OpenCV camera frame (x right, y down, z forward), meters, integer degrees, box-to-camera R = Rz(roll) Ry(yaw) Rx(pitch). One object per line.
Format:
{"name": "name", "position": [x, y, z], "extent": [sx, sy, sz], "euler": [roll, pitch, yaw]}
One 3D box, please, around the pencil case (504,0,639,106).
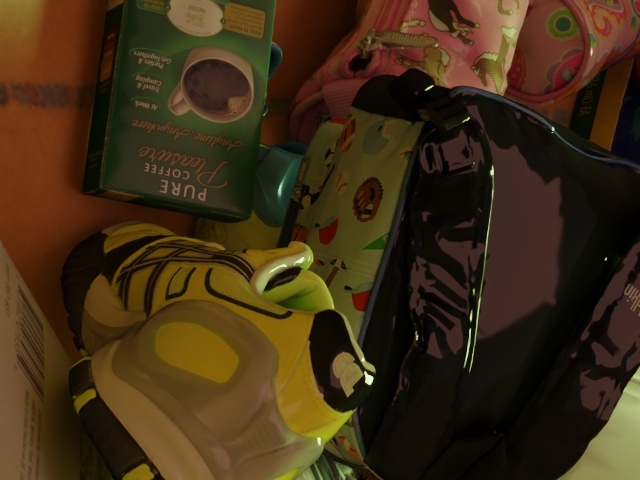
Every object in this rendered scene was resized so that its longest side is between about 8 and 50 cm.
{"name": "pencil case", "position": [0.259, -0.217, 1.777], "extent": [0.284, 0.124, 0.124], "euler": [-31, 118, -53]}

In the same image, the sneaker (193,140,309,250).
{"name": "sneaker", "position": [0.000, 0.000, 1.376], "extent": [0.240, 0.091, 0.126], "euler": [37, 60, -53]}

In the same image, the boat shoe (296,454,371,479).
{"name": "boat shoe", "position": [-0.004, 0.201, 1.345], "extent": [0.119, 0.121, 0.335], "euler": [-45, 127, -44]}

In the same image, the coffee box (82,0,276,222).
{"name": "coffee box", "position": [-0.092, -0.110, 1.221], "extent": [0.113, 0.040, 0.184], "euler": [10, 80, -28]}

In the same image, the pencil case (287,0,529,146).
{"name": "pencil case", "position": [0.101, -0.213, 1.480], "extent": [0.160, 0.167, 0.386], "euler": [30, 59, -14]}

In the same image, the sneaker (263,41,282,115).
{"name": "sneaker", "position": [-0.073, -0.092, 1.279], "extent": [0.053, 0.059, 0.144], "euler": [59, 44, -45]}

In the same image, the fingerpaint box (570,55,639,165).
{"name": "fingerpaint box", "position": [0.444, -0.081, 1.854], "extent": [0.163, 0.371, 0.445], "euler": [49, 51, -49]}

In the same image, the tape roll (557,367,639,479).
{"name": "tape roll", "position": [0.181, 0.135, 1.509], "extent": [0.169, 0.246, 0.246], "euler": [23, 71, -42]}

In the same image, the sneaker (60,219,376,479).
{"name": "sneaker", "position": [-0.059, 0.066, 1.068], "extent": [0.145, 0.147, 0.384], "euler": [63, -3, -19]}

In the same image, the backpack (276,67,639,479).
{"name": "backpack", "position": [0.085, 0.042, 1.249], "extent": [0.276, 0.213, 0.263], "euler": [22, 81, -31]}

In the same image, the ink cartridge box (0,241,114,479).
{"name": "ink cartridge box", "position": [-0.185, 0.149, 0.950], "extent": [0.223, 0.129, 0.307], "euler": [-99, 168, -53]}
